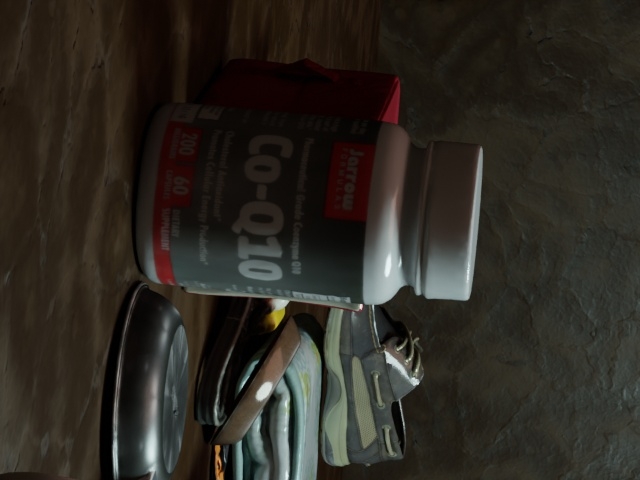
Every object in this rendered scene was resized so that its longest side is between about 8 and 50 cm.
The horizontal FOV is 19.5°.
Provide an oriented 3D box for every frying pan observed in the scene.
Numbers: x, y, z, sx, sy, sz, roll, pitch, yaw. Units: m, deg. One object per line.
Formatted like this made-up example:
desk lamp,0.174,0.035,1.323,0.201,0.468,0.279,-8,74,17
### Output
frying pan,-0.155,0.169,1.549,0.326,0.053,0.197,-80,172,-57

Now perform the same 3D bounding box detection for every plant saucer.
plant saucer,-0.067,0.160,2.053,0.168,0.029,0.168,-57,-178,4

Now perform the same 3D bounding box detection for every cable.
cable,-0.073,0.084,2.042,0.287,0.072,0.139,-75,174,-58

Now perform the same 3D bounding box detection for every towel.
towel,-0.057,0.297,2.348,0.320,0.090,0.374,-61,156,-82

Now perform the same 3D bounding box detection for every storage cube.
storage cube,-0.028,-0.059,1.847,0.193,0.183,0.215,-67,162,-66

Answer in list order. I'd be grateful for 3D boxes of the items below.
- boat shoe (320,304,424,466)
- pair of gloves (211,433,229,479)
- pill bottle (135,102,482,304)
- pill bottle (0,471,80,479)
boat shoe,0.072,0.148,2.433,0.132,0.130,0.355,-80,174,-51
pair of gloves,-0.113,0.251,2.121,0.083,0.010,0.074,-56,151,-78
pill bottle,-0.006,-0.029,1.610,0.161,0.283,0.161,5,90,-84
pill bottle,-0.176,0.243,1.117,0.108,0.108,0.193,80,16,-67
